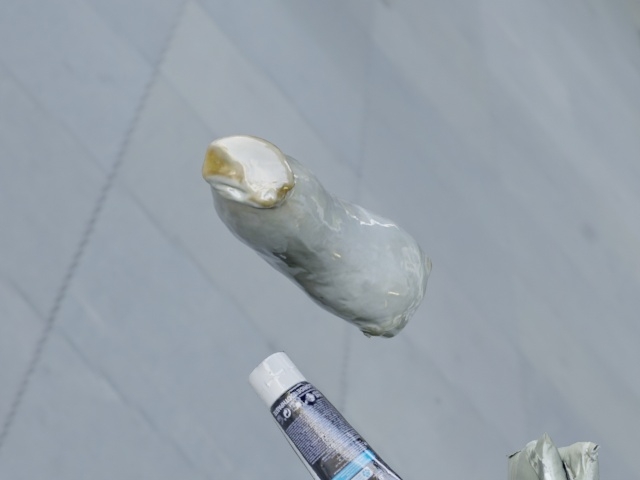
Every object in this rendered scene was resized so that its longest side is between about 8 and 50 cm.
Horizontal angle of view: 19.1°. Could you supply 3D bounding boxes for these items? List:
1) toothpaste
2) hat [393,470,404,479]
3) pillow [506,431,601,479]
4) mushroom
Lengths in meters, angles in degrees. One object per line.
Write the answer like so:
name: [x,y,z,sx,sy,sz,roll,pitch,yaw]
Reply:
toothpaste: [0.006,0.187,1.715,0.193,0.071,0.045,49,7,20]
hat: [0.088,0.343,1.870,0.245,0.149,0.214,40,21,-36]
pillow: [0.234,0.271,1.952,0.181,0.078,0.134,125,-38,-76]
mushroom: [-0.002,-0.001,1.614,0.109,0.097,0.351,17,-11,34]
